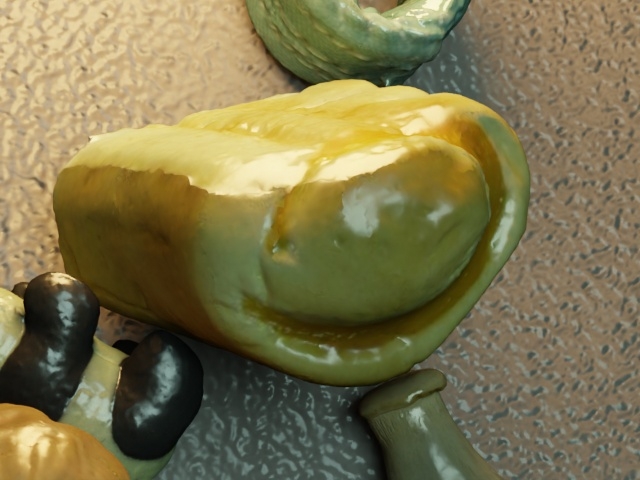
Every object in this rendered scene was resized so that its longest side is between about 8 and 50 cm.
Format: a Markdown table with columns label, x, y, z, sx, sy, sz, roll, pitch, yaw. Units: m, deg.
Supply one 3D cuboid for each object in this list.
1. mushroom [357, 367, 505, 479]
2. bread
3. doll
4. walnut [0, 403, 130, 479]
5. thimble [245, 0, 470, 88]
| label | x | y | z | sx | sy | sz | roll | pitch | yaw |
| --- | --- | --- | --- | --- | --- | --- | --- | --- | --- |
| mushroom | 0.118 | 0.224 | 1.625 | 0.108 | 0.096 | 0.247 | -35 | 86 | 0 |
| bread | 0.000 | 0.000 | 1.516 | 0.300 | 0.341 | 0.210 | -23 | 110 | -36 |
| doll | -0.205 | 0.105 | 1.508 | 0.234 | 0.143 | 0.135 | 35 | 72 | -9 |
| walnut | -0.226 | 0.276 | 1.380 | 0.285 | 0.285 | 0.296 | -10 | 66 | -23 |
| thimble | 0.039 | -0.243 | 1.699 | 0.198 | 0.143 | 0.235 | -9 | 80 | -23 |
